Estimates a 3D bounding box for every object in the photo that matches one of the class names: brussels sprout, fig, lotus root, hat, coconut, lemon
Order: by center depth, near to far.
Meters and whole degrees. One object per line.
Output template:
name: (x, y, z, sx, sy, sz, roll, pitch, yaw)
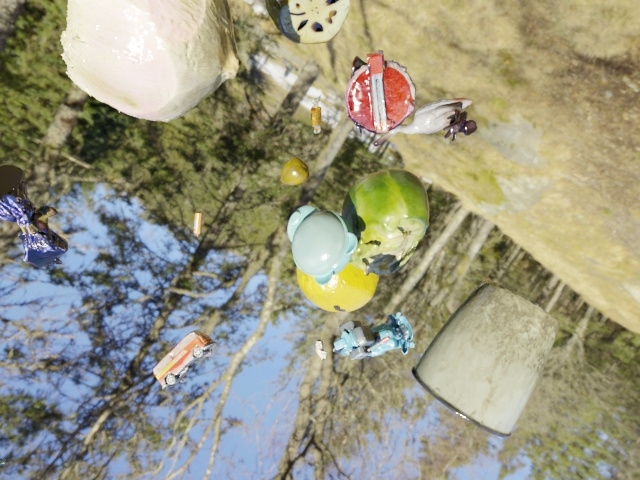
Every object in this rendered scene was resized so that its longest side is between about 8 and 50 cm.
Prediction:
hat: (0.096, -0.287, 0.974, 0.140, 0.129, 0.227, 58, -169, -23)
coconut: (-0.370, -0.475, 1.242, 0.405, 0.404, 0.404, 31, -173, -4)
fig: (-0.073, -0.183, 1.416, 0.074, 0.088, 0.074, 34, -141, -33)
lotus root: (-0.059, -0.793, 1.671, 0.250, 0.250, 0.346, 25, -147, -43)
brussels sprout: (0.218, -0.067, 1.761, 0.276, 0.371, 0.314, -1, -136, -19)
lemon: (0.070, 0.124, 2.044, 0.336, 0.336, 0.336, 31, -173, -4)

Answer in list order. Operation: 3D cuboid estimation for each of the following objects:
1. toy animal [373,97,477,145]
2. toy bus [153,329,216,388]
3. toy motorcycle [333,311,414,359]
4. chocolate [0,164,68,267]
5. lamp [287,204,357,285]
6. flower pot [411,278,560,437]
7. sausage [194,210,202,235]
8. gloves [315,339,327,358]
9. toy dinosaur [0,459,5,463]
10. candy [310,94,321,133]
toy animal: (0.332, -0.370, 1.602, 0.324, 0.195, 0.090, 5, 133, 44)
toy bus: (-0.361, 0.311, 1.386, 0.077, 0.174, 0.079, 45, -179, 15)
toy motorcycle: (0.159, 0.279, 1.483, 0.272, 0.182, 0.123, 11, -129, -51)
chocolate: (-0.763, -0.037, 1.381, 0.126, 0.148, 0.343, 51, 160, 38)
lamp: (-0.008, -0.004, 1.640, 0.147, 0.209, 0.284, 32, -167, -34)
flower pot: (0.441, 0.289, 1.362, 0.294, 0.330, 0.293, 29, -174, -3)
sausage: (-0.511, -0.068, 2.172, 0.031, 0.107, 0.031, 9, -159, -4)
gloves: (0.001, 0.366, 1.781, 0.044, 0.037, 0.080, -18, -90, -72)
toy dinosaur: (-0.690, 0.464, 1.085, 0.062, 0.021, 0.083, 48, -177, -41)
candy: (-0.021, -0.549, 2.274, 0.046, 0.182, 0.053, 23, -135, 22)
